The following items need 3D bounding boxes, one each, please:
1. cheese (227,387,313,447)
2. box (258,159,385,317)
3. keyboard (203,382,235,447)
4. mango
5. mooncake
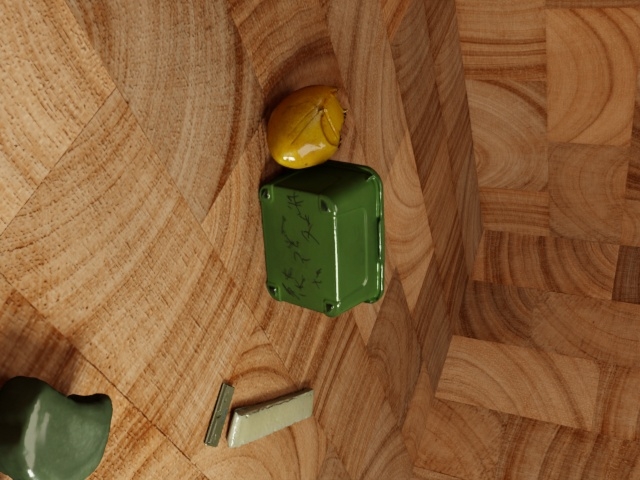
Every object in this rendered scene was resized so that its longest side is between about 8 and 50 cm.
[{"bbox_3d":[-0.108,0.417,1.645,0.400,0.034,0.085,11,87,-65],"label":"cheese"},{"bbox_3d":[0.000,0.000,1.516,0.178,0.253,0.328,-33,126,-48],"label":"box"},{"bbox_3d":[-0.210,0.364,1.435,0.049,0.015,0.129,53,49,-64],"label":"keyboard"},{"bbox_3d":[-0.034,-0.238,1.474,0.154,0.126,0.252,43,45,-13],"label":"mango"},{"bbox_3d":[-0.371,0.253,0.945,0.168,0.104,0.175,-53,140,-42],"label":"mooncake"}]
